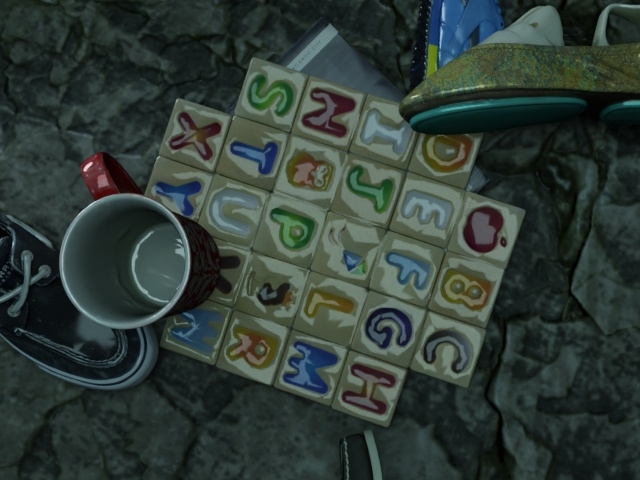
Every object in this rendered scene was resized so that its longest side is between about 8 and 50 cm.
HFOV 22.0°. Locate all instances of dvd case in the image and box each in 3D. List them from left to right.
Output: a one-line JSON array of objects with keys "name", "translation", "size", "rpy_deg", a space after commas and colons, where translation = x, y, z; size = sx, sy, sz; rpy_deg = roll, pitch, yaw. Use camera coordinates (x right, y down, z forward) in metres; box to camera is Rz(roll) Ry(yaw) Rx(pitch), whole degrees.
[{"name": "dvd case", "translation": [0.022, -0.075, 1.533], "size": [0.164, 0.018, 0.221], "rpy_deg": [-45, 83, 0]}]

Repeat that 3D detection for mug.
[{"name": "mug", "translation": [-0.147, 0.002, 1.444], "size": [0.113, 0.169, 0.150], "rpy_deg": [3, 88, 9]}]

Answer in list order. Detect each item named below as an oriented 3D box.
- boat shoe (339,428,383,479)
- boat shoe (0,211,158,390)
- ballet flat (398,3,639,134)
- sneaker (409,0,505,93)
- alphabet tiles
[{"name": "boat shoe", "translation": [0.026, 0.283, 1.460], "size": [0.069, 0.081, 0.227], "rpy_deg": [-3, 86, 0]}, {"name": "boat shoe", "translation": [-0.282, 0.032, 1.501], "size": [0.301, 0.102, 0.108], "rpy_deg": [39, 89, 8]}, {"name": "ballet flat", "translation": [0.235, -0.155, 1.461], "size": [0.348, 0.123, 0.123], "rpy_deg": [-2, 83, -10]}, {"name": "sneaker", "translation": [0.135, -0.217, 1.521], "size": [0.082, 0.069, 0.209], "rpy_deg": [7, 84, -9]}, {"name": "alphabet tiles", "translation": [0.000, 0.000, 1.512], "size": [0.342, 0.011, 0.285], "rpy_deg": [19, 90, 9]}]
